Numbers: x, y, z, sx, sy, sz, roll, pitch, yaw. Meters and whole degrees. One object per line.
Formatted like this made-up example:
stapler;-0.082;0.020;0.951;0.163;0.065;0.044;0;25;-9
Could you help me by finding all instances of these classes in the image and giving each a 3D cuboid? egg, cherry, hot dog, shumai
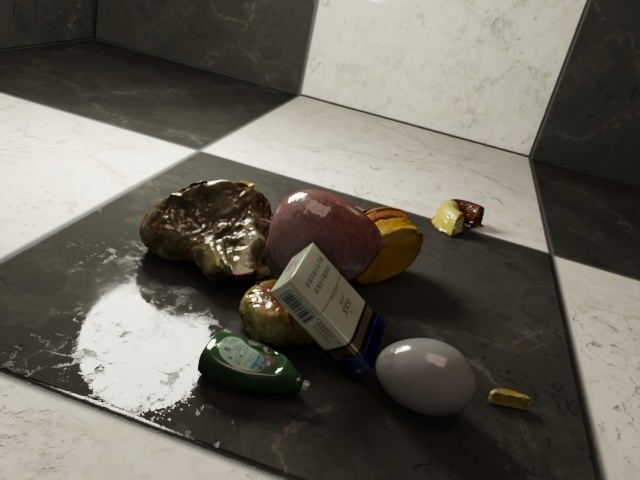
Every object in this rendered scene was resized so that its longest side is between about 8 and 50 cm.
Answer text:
egg;0.205;0.265;1.180;0.199;0.146;0.146;14;24;22
cherry;0.000;0.000;1.432;0.307;0.261;0.221;11;66;-4
hot dog;0.396;0.332;1.270;0.090;0.030;0.034;11;17;-4
shumai;-0.256;0.013;1.525;0.346;0.217;0.283;-17;69;-30

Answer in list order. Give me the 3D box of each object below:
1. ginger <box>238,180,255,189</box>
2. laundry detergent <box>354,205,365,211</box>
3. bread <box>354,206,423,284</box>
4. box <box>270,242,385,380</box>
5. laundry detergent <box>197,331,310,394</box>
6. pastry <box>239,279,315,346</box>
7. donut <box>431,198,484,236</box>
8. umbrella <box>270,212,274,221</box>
ginger;-0.269;-0.135;1.849;0.115;0.081;0.205;9;23;19
laundry detergent;0.043;-0.044;1.827;0.171;0.076;0.237;16;28;9
bread;0.149;0.011;1.626;0.270;0.195;0.142;-15;45;-33
box;0.024;0.147;1.262;0.259;0.071;0.168;50;29;-11
laundry detergent;-0.119;0.244;1.167;0.211;0.063;0.137;17;19;7
pastry;-0.080;0.155;1.332;0.192;0.093;0.182;-1;27;-29
donut;0.478;-0.090;2.114;0.141;0.085;0.217;30;32;30
umbrella;-0.167;-0.064;1.773;0.248;0.071;0.071;14;25;5
